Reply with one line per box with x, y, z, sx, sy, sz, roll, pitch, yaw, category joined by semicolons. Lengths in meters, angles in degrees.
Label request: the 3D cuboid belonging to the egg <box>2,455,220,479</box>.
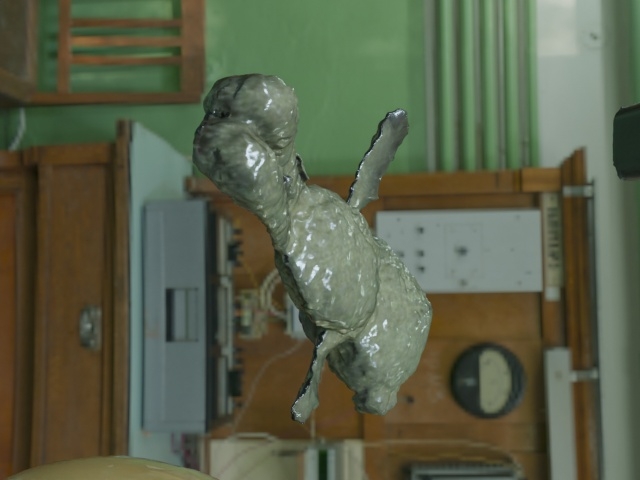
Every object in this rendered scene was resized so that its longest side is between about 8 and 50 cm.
-0.109;0.226;0.614;0.201;0.244;0.201;-46;-159;24;egg

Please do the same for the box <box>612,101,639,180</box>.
0.539;-0.132;1.409;0.178;0.274;0.138;174;-79;-66;box

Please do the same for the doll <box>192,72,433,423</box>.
0.000;0.017;0.639;0.286;0.091;0.203;1;84;-73;doll
